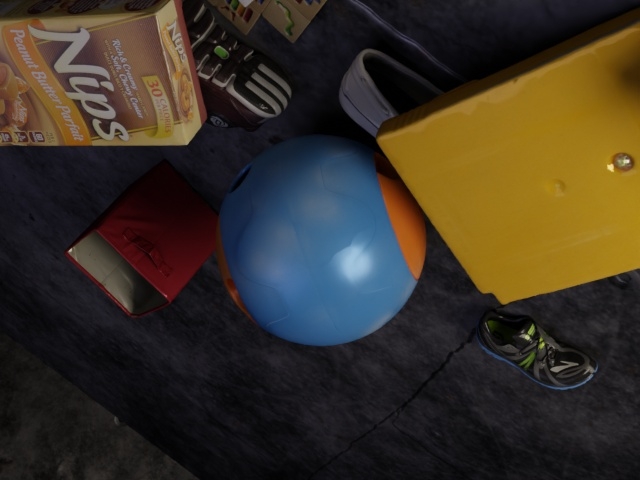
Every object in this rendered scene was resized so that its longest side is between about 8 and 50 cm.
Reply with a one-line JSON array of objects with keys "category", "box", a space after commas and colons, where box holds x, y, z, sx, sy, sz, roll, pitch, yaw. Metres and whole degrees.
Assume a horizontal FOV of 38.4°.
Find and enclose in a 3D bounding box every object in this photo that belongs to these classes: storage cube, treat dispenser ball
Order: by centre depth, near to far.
[{"category": "treat dispenser ball", "box": [0.000, 0.000, 1.259, 0.288, 0.288, 0.288, 26, 147, 19]}, {"category": "storage cube", "box": [-0.311, 0.001, 1.670, 0.184, 0.193, 0.215, 46, 147, -13]}]

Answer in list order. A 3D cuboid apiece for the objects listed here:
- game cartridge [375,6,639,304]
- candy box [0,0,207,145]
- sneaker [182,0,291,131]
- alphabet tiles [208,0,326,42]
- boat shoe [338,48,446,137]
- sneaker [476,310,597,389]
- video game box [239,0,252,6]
[{"category": "game cartridge", "box": [0.267, -0.074, 1.034, 0.323, 0.053, 0.285, -19, 119, 36]}, {"category": "candy box", "box": [-0.324, -0.223, 1.216, 0.316, 0.088, 0.183, 2, 125, 16]}, {"category": "sneaker", "box": [-0.184, -0.247, 1.306, 0.281, 0.106, 0.162, 41, 152, -6]}, {"category": "alphabet tiles", "box": [-0.092, -0.394, 1.107, 0.285, 0.011, 0.342, 42, 149, -6]}, {"category": "boat shoe", "box": [0.142, -0.138, 1.131, 0.267, 0.096, 0.088, 43, 154, 8]}, {"category": "sneaker", "box": [0.314, 0.160, 1.359, 0.188, 0.067, 0.078, 24, 153, 27]}, {"category": "video game box", "box": [-0.100, -0.393, 1.062, 0.205, 0.048, 0.187, 47, 145, -14]}]
